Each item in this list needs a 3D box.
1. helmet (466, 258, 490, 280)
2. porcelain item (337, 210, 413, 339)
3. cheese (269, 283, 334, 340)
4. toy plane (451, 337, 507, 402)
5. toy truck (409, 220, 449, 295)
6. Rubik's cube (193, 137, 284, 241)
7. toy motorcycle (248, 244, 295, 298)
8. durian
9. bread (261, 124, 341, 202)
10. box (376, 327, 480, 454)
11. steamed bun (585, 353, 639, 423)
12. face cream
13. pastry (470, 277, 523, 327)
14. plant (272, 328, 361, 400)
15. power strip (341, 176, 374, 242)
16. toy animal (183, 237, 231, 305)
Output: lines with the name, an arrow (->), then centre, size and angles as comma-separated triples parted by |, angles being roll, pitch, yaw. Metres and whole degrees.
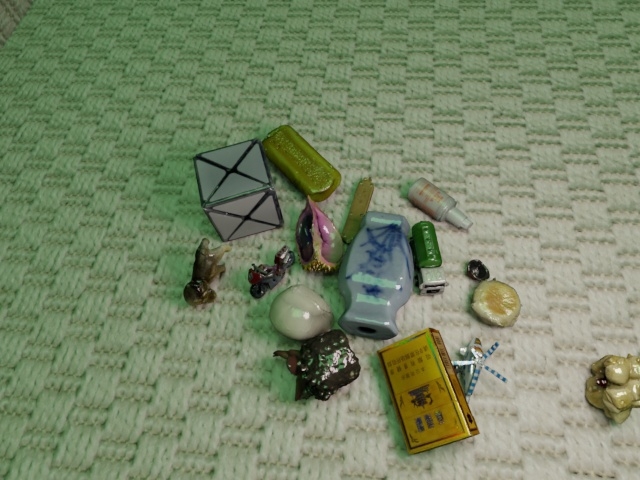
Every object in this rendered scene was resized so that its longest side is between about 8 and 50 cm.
helmet -> 0.530, 0.110, 1.500 | 0.065, 0.049, 0.084 | -17, 62, -16
porcelain item -> 0.185, 0.108, 1.458 | 0.242, 0.178, 0.405 | 8, 60, 10
cheese -> -0.072, 0.235, 1.418 | 0.198, 0.189, 0.154 | 34, 101, 22
toy plane -> 0.453, 0.429, 1.319 | 0.181, 0.107, 0.273 | 0, 75, -4
toy truck -> 0.364, 0.057, 1.501 | 0.101, 0.125, 0.243 | -5, 62, 1
Rubik's cube -> -0.296, -0.182, 1.616 | 0.254, 0.260, 0.259 | -16, 58, -5
toy motorcycle -> -0.176, 0.098, 1.529 | 0.082, 0.122, 0.213 | 28, 65, 34
durian -> 0.002, 0.009, 1.562 | 0.186, 0.154, 0.261 | 16, 55, -12
bread -> -0.080, -0.300, 1.743 | 0.166, 0.112, 0.383 | -38, 66, -13
box -> 0.301, 0.429, 1.273 | 0.192, 0.084, 0.302 | -33, 57, 28
steamed bun -> 0.822, 0.411, 1.247 | 0.106, 0.177, 0.192 | 8, 76, 19
face cream -> 0.439, -0.122, 1.607 | 0.101, 0.101, 0.251 | -42, 66, -17
pastry -> 0.564, 0.203, 1.423 | 0.165, 0.088, 0.166 | -3, 60, 5
plant -> -0.003, 0.377, 1.326 | 0.233, 0.178, 0.204 | -19, 63, -13
power strip -> 0.144, -0.114, 1.662 | 0.064, 0.044, 0.305 | 13, 65, 12
toy animal -> -0.392, 0.108, 1.520 | 0.121, 0.233, 0.169 | 20, 24, 4
